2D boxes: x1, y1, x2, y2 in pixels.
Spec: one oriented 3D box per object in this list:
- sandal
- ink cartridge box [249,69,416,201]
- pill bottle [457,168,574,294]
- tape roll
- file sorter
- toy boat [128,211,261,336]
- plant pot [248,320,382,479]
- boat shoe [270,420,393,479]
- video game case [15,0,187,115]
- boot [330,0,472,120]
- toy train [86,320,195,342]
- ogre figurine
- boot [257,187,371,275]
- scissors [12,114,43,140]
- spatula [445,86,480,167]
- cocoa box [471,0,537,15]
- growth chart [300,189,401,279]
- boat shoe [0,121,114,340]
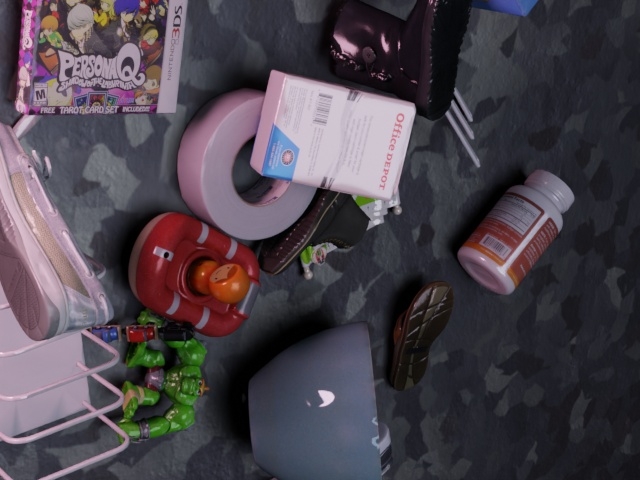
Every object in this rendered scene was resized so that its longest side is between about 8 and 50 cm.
[{"bbox_3d":[0.165,0.162,2.226,0.090,0.060,0.219,-4,122,-31],"label":"sandal"},{"bbox_3d":[0.017,-0.151,1.833,0.203,0.086,0.148,11,99,-19],"label":"ink cartridge box"},{"bbox_3d":[0.352,-0.018,2.262,0.216,0.121,0.121,-49,129,-14],"label":"pill bottle"},{"bbox_3d":[-0.104,-0.114,1.898,0.219,0.072,0.219,-13,113,-34],"label":"tape roll"},{"bbox_3d":[-0.380,0.159,1.710,0.193,0.173,0.277,-19,116,-33],"label":"file sorter"},{"bbox_3d":[-0.163,0.054,1.849,0.231,0.151,0.151,29,77,-41],"label":"toy boat"},{"bbox_3d":[-0.011,0.280,2.009,0.195,0.290,0.290,-5,113,0],"label":"plant pot"},{"bbox_3d":[0.008,0.424,2.164,0.301,0.108,0.102,-33,122,-34],"label":"boat shoe"},{"bbox_3d":[-0.286,-0.272,1.689,0.232,0.042,0.210,-5,111,-39],"label":"video game case"},{"bbox_3d":[0.109,-0.317,1.881,0.094,0.207,0.246,-32,140,-38],"label":"boot"},{"bbox_3d":[-0.260,0.134,1.836,0.158,0.036,0.027,-1,113,1],"label":"toy train"},{"bbox_3d":[-0.233,0.207,1.900,0.118,0.097,0.197,12,65,-28],"label":"ogre figurine"},{"bbox_3d":[0.000,0.000,1.995,0.198,0.077,0.137,-52,134,-12],"label":"boot"},{"bbox_3d":[-0.342,-0.204,1.708,0.109,0.021,0.297,30,85,-43],"label":"scissors"},{"bbox_3d":[0.204,-0.235,2.071,0.019,0.168,0.242,-21,133,17],"label":"spatula"},{"bbox_3d":[0.270,-0.536,1.860,0.347,0.231,0.228,-52,133,-16],"label":"cocoa box"},{"bbox_3d":[0.040,-0.065,2.065,0.237,0.021,0.172,-33,123,-26],"label":"growth chart"},{"bbox_3d":[-0.361,-0.020,1.594,0.103,0.320,0.118,-8,145,-36],"label":"boat shoe"}]
